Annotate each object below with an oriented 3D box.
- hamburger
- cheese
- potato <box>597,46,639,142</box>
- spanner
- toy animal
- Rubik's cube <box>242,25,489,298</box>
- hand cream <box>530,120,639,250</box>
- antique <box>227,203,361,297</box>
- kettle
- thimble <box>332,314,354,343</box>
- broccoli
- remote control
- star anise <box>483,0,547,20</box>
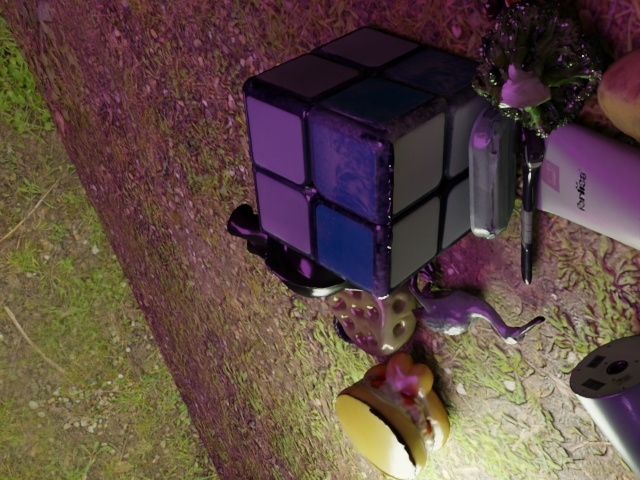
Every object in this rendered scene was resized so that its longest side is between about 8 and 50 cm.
[{"bbox_3d":[0.174,0.395,1.691,0.261,0.186,0.303,27,146,40],"label":"hamburger"},{"bbox_3d":[0.115,0.145,1.624,0.218,0.117,0.235,40,141,28],"label":"cheese"},{"bbox_3d":[0.442,-0.180,0.898,0.161,0.128,0.235,41,-176,-1],"label":"potato"},{"bbox_3d":[0.348,-0.054,1.224,0.087,0.024,0.316,-98,-2,-53],"label":"spanner"},{"bbox_3d":[0.273,0.136,1.435,0.324,0.090,0.195,37,142,31],"label":"toy animal"},{"bbox_3d":[0.090,-0.146,1.239,0.318,0.313,0.316,30,138,34],"label":"Rubik's cube"},{"bbox_3d":[0.421,-0.072,1.040,0.358,0.118,0.186,39,148,56],"label":"hand cream"},{"bbox_3d":[0.000,0.000,1.472,0.255,0.322,0.185,28,128,25],"label":"antique"},{"bbox_3d":[0.527,0.298,1.211,0.243,0.160,0.210,58,166,-11],"label":"kettle"},{"bbox_3d":[0.076,0.198,1.763,0.095,0.066,0.104,55,147,0],"label":"thimble"},{"bbox_3d":[0.305,-0.242,1.025,0.195,0.156,0.196,10,116,21],"label":"broccoli"},{"bbox_3d":[0.285,-0.108,1.197,0.052,0.104,0.247,22,140,33],"label":"remote control"},{"bbox_3d":[0.245,-0.417,1.021,0.234,0.073,0.177,52,159,-23],"label":"star anise"}]
